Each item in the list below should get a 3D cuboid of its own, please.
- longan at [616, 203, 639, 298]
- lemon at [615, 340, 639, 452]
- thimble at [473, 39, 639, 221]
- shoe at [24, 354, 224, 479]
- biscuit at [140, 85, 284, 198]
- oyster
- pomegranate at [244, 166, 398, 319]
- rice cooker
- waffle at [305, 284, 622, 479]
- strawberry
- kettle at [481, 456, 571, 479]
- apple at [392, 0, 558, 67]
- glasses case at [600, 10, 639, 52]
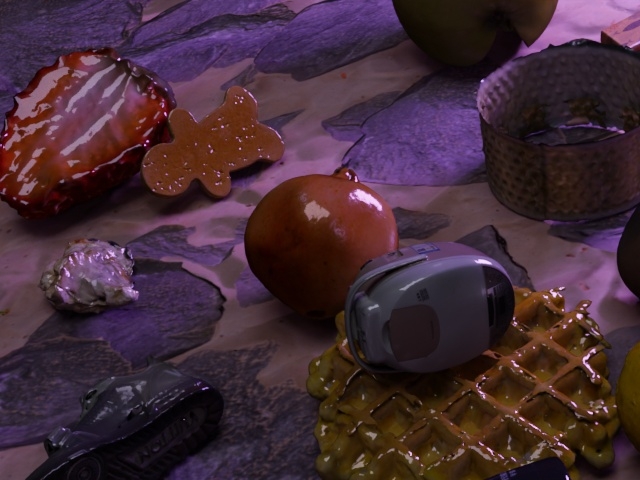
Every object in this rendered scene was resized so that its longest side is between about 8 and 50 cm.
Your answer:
[{"bbox_3d":[0.466,0.006,1.727,0.187,0.167,0.167,-42,46,-17],"label":"longan"},{"bbox_3d":[0.419,0.182,1.509,0.174,0.173,0.206,-16,35,-5],"label":"lemon"},{"bbox_3d":[0.367,-0.160,1.977,0.271,0.150,0.270,-7,38,6],"label":"thimble"},{"bbox_3d":[-0.271,0.246,1.678,0.293,0.109,0.149,-31,37,-27],"label":"shoe"},{"bbox_3d":[-0.179,-0.141,2.127,0.240,0.158,0.035,-29,-2,-25],"label":"biscuit"},{"bbox_3d":[-0.329,0.045,1.969,0.191,0.081,0.163,18,42,28],"label":"oyster"},{"bbox_3d":[-0.002,0.005,1.830,0.209,0.209,0.209,-8,38,6],"label":"pomegranate"},{"bbox_3d":[0.125,0.077,1.610,0.206,0.145,0.127,-11,23,-9],"label":"rice cooker"},{"bbox_3d":[0.171,0.177,1.659,0.382,0.095,0.379,-6,36,4],"label":"waffle"},{"bbox_3d":[-0.381,-0.151,2.189,0.265,0.149,0.336,28,62,21],"label":"strawberry"},{"bbox_3d":[0.138,0.352,1.383,0.290,0.207,0.268,-19,8,5],"label":"kettle"},{"bbox_3d":[0.261,-0.432,2.274,0.292,0.292,0.254,-17,45,-6],"label":"apple"},{"bbox_3d":[0.550,-0.352,2.263,0.170,0.041,0.064,-28,52,-20],"label":"glasses case"}]
